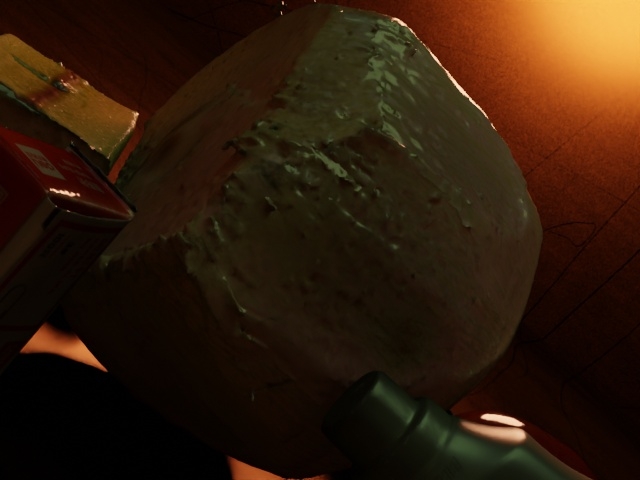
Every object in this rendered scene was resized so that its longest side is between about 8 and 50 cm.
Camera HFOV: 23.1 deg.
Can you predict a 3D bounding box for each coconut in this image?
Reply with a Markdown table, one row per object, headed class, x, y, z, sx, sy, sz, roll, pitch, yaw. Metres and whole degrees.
| class | x | y | z | sx | sy | sz | roll | pitch | yaw |
| --- | --- | --- | --- | --- | --- | --- | --- | --- | --- |
| coconut | 0.000 | 0.026 | 1.372 | 0.404 | 0.404 | 0.404 | 39 | 11 | -9 |

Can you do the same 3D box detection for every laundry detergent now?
| class | x | y | z | sx | sy | sz | roll | pitch | yaw |
| --- | --- | --- | --- | --- | --- | --- | --- | --- | --- |
| laundry detergent | 0.150 | 0.269 | 1.190 | 0.398 | 0.264 | 0.124 | 44 | -9 | -9 |

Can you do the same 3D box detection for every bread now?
| class | x | y | z | sx | sy | sz | roll | pitch | yaw |
| --- | --- | --- | --- | --- | --- | --- | --- | --- | --- |
| bread | -0.271 | -0.068 | 1.378 | 0.167 | 0.163 | 0.264 | 33 | 10 | -6 |

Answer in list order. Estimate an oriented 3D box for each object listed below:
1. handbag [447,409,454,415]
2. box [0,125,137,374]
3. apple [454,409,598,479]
| class | x | y | z | sx | sy | sz | roll | pitch | yaw |
| --- | --- | --- | --- | --- | --- | --- | --- | --- | --- |
| handbag | 0.079 | 0.198 | 1.737 | 0.254 | 0.089 | 0.211 | 26 | 13 | -50 |
| box | -0.239 | 0.014 | 1.144 | 0.099 | 0.182 | 0.133 | 45 | 9 | 18 |
| apple | 0.140 | 0.268 | 1.366 | 0.230 | 0.230 | 0.230 | 39 | 11 | -9 |
